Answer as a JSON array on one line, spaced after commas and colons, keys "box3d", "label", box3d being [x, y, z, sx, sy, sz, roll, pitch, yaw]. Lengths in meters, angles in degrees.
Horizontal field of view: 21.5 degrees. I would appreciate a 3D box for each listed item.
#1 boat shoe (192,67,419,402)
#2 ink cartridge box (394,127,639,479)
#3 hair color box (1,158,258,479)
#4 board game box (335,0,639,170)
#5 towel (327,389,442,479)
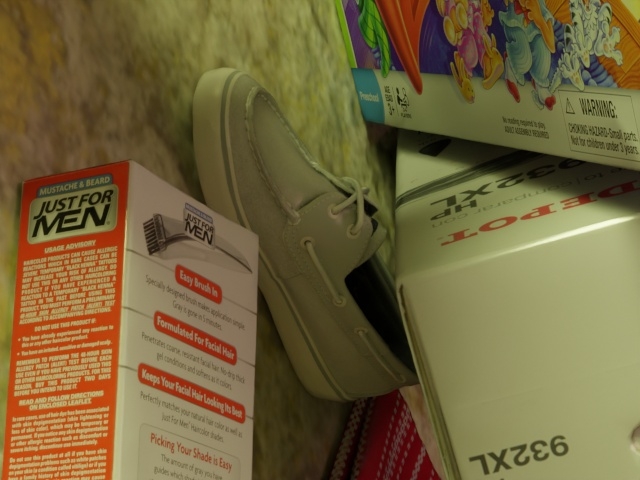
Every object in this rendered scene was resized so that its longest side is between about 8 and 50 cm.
[{"box3d": [0.000, 0.000, 0.759, 0.066, 0.063, 0.184, -63, 138, -52], "label": "boat shoe"}, {"box3d": [0.155, 0.001, 0.802, 0.307, 0.223, 0.129, -80, 154, -73], "label": "ink cartridge box"}, {"box3d": [-0.067, 0.066, 0.611, 0.093, 0.053, 0.167, 32, 55, -57], "label": "hair color box"}, {"box3d": [0.081, -0.162, 0.728, 0.347, 0.078, 0.233, -158, -128, -72], "label": "board game box"}, {"box3d": [0.059, 0.227, 0.855, 0.275, 0.031, 0.199, 64, 30, -33], "label": "towel"}]
